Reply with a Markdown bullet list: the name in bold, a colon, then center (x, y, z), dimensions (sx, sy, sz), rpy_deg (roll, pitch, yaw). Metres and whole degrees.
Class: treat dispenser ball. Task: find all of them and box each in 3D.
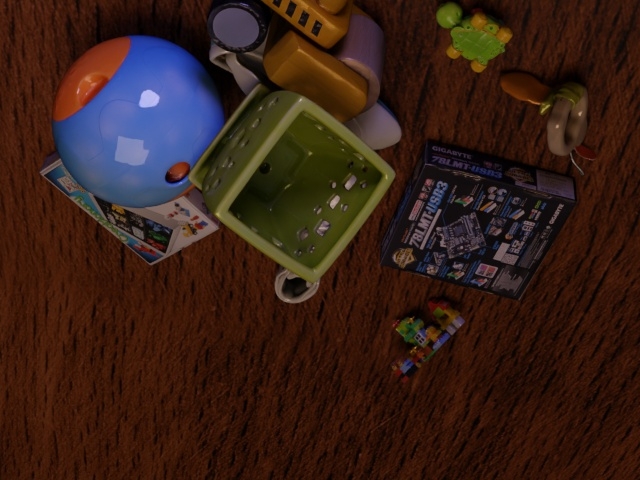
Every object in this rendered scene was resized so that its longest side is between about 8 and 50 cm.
- **treat dispenser ball**: center (-0.304, -0.198, 1.880), dimensions (0.288, 0.288, 0.288), rpy_deg (4, 136, 4)

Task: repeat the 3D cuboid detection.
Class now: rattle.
- **rattle**: center (0.394, -0.198, 1.937), dimensions (0.143, 0.130, 0.199), rpy_deg (2, 163, 22)

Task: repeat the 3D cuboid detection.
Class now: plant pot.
- **plant pot**: center (-0.060, -0.103, 1.773), dimensions (0.227, 0.207, 0.228), rpy_deg (37, 90, -34)

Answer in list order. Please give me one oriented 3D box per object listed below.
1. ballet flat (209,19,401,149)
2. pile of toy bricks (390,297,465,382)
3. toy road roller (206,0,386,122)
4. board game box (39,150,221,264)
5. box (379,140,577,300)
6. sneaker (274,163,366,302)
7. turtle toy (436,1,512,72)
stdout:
- **ballet flat**: center (-0.034, -0.241, 1.904), dimensions (0.400, 0.139, 0.139), rpy_deg (36, 130, -25)
- **pile of toy bricks**: center (0.200, 0.202, 2.361), dimensions (0.105, 0.118, 0.212), rpy_deg (45, 143, 9)
- **toy road roller**: center (0.001, -0.368, 1.722), dimensions (0.329, 0.202, 0.240), rpy_deg (34, 130, -23)
- **board game box**: center (-0.363, -0.090, 2.167), dimensions (0.193, 0.053, 0.305), rpy_deg (-26, 126, 30)
- **box**: center (0.291, -0.031, 2.118), dimensions (0.293, 0.073, 0.295), rpy_deg (14, 136, -5)
- **sneaker**: center (0.000, 0.000, 2.125), dimensions (0.108, 0.169, 0.292), rpy_deg (21, 133, -10)
- **turtle toy**: center (0.244, -0.339, 1.813), dimensions (0.130, 0.066, 0.095), rpy_deg (26, 133, -17)
